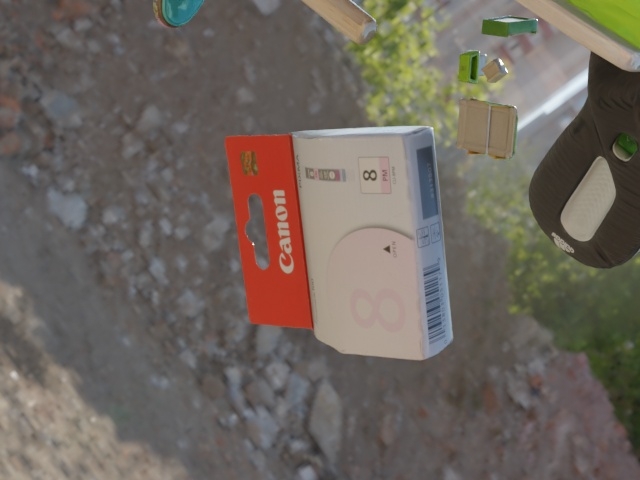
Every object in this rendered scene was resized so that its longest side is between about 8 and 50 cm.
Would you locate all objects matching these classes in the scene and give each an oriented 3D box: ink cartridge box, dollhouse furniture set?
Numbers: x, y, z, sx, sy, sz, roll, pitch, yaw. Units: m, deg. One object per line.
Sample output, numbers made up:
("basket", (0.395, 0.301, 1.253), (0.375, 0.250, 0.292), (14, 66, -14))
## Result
("ink cartridge box", (0.000, 0.000, 1.102), (0.066, 0.232, 0.189), (-21, 108, -54))
("dollhouse furniture set", (0.195, -0.166, 1.378), (0.076, 0.151, 0.059), (15, 19, 38))

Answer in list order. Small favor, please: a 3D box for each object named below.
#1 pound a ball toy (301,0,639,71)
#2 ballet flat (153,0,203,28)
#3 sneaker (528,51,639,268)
("pound a ball toy", (0.073, -0.200, 0.712), (0.319, 0.208, 0.136), (38, 27, 20))
("ballet flat", (-0.148, -0.352, 1.443), (0.079, 0.221, 0.077), (28, 11, 39))
("sneaker", (0.369, -0.175, 1.169), (0.169, 0.257, 0.447), (44, -33, 10))
